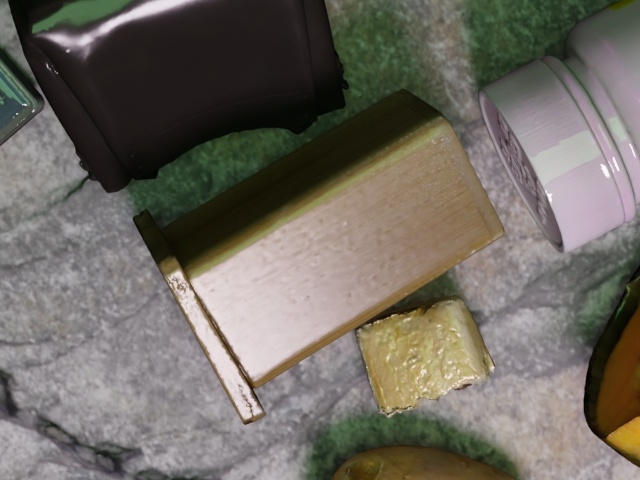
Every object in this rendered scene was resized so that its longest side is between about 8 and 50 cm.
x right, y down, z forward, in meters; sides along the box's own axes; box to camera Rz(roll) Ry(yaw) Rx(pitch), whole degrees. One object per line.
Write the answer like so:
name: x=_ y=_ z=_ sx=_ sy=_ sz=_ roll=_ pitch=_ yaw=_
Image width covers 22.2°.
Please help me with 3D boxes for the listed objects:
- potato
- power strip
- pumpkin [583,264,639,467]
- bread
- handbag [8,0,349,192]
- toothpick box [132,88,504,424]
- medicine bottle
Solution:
potato: x=0.112 y=0.296 z=1.650 sx=0.234 sy=0.146 sz=0.150 roll=13 pitch=124 yaw=-4
power strip: x=-0.397 y=-0.172 z=1.631 sx=0.145 sy=0.061 sz=0.215 roll=-39 pitch=94 yaw=8
pumpkin: x=0.413 y=0.106 z=1.586 sx=0.225 sy=0.256 sz=0.303 roll=37 pitch=119 yaw=-10
bread: x=0.107 y=0.113 z=1.660 sx=0.125 sy=0.082 sz=0.106 roll=-18 pitch=85 yaw=9
handbag: x=-0.131 y=-0.186 z=1.573 sx=0.285 sy=0.113 sz=0.257 roll=-21 pitch=127 yaw=-3
toothpick box: x=0.000 y=0.000 z=1.585 sx=0.308 sy=0.187 sz=0.190 roll=-30 pitch=110 yaw=-5
medicine bottle: x=0.362 y=-0.151 z=1.582 sx=0.379 sy=0.213 sz=0.213 roll=-27 pitch=95 yaw=-1
